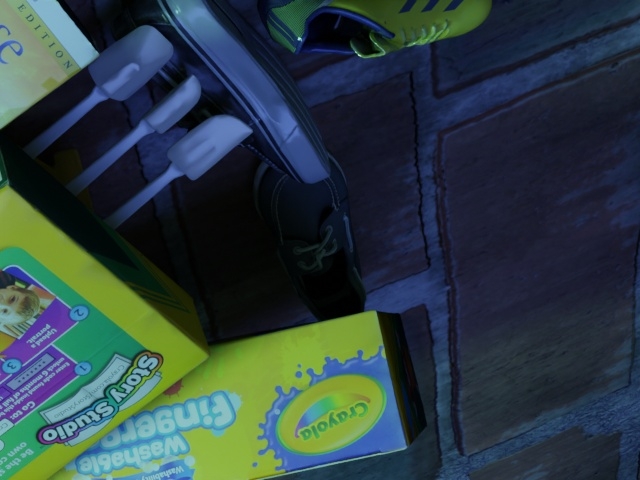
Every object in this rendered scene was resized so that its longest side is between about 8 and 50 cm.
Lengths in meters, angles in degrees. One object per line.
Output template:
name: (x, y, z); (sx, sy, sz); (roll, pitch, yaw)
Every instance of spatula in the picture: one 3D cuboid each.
spatula: (-0.213, -0.094, 1.731); (0.242, 0.019, 0.168); (-37, 121, 14)

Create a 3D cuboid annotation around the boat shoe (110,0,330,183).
boat shoe: (-0.106, -0.162, 1.811); (0.119, 0.121, 0.335); (-29, 134, 13)

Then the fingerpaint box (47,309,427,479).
fingerpaint box: (-0.116, 0.200, 1.971); (0.445, 0.163, 0.371); (-13, 176, 6)

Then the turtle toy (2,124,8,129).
turtle toy: (-0.370, -0.117, 1.710); (0.130, 0.066, 0.095); (-18, 115, -13)

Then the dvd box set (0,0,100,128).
dvd box set: (-0.450, -0.159, 1.489); (0.420, 0.062, 0.307); (-35, 120, 2)

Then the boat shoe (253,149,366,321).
boat shoe: (0.000, 0.000, 2.073); (0.116, 0.099, 0.319); (-25, 145, -7)

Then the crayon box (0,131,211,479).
crayon box: (-0.345, 0.110, 1.662); (0.363, 0.106, 0.313); (-37, 131, 10)

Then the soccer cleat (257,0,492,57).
soccer cleat: (0.069, -0.232, 1.815); (0.289, 0.121, 0.093); (-3, 137, -31)

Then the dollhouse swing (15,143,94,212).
dollhouse swing: (-0.432, 0.059, 1.895); (0.347, 0.305, 0.315); (-16, 101, -16)
